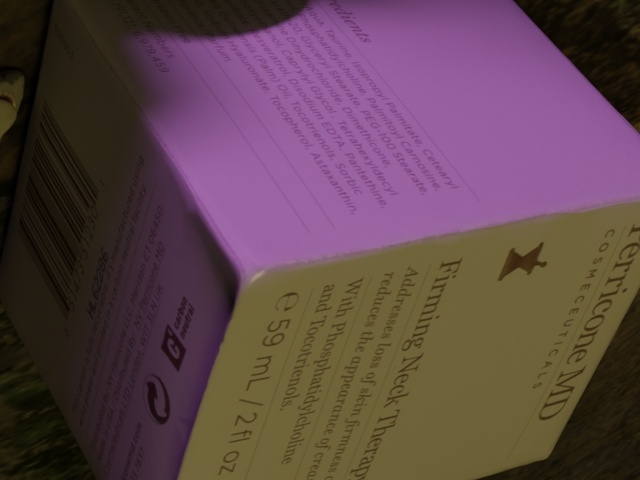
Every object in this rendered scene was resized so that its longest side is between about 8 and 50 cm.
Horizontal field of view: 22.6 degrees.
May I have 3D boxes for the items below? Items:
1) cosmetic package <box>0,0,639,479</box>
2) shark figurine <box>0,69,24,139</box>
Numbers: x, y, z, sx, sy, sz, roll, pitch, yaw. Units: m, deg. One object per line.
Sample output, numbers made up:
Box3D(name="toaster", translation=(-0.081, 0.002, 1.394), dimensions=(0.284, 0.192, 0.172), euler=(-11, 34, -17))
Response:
Box3D(name="cosmetic package", translation=(0.000, 0.000, 1.278), dimensions=(0.394, 0.327, 0.329), euler=(-11, 138, -31))
Box3D(name="shark figurine", translation=(-0.337, -0.082, 1.115), dimensions=(0.278, 0.116, 0.166), euler=(23, 82, -59))
